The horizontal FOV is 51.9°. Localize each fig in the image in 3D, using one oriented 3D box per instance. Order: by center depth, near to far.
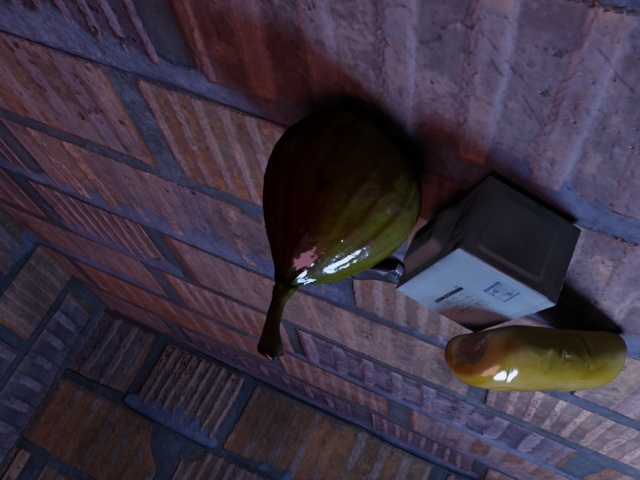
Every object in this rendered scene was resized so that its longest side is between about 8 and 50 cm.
[{"bbox_3d":[0.000,0.000,0.825,0.217,0.320,0.217,19,153,10],"label":"fig"}]

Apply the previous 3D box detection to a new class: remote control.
[{"bbox_3d":[0.081,0.058,1.239,0.212,0.028,0.059,1,144,49],"label":"remote control"}]

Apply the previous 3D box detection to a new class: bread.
[{"bbox_3d":[0.329,0.178,0.978,0.305,0.091,0.142,8,165,-33],"label":"bread"}]

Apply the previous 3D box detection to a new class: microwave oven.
[{"bbox_3d":[0.216,0.023,0.886,0.162,0.122,0.208,30,157,-5],"label":"microwave oven"}]
